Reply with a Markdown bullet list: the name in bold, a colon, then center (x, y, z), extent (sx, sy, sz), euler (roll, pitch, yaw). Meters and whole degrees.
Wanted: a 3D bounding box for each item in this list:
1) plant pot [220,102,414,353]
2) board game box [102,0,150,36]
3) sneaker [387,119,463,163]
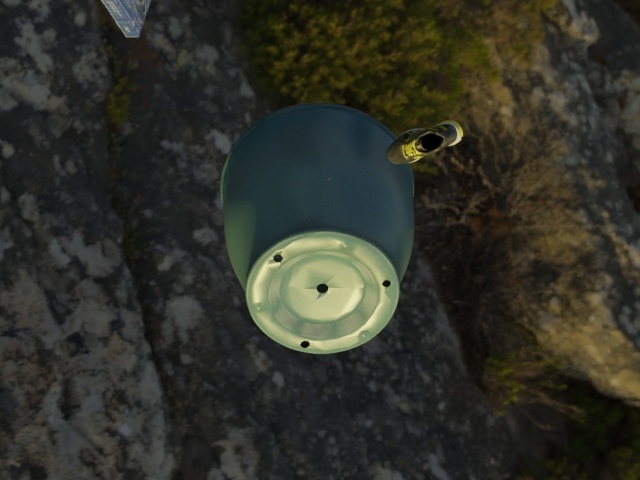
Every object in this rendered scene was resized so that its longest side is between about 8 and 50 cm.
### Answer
- **plant pot**: center (0.000, 0.000, 1.117), extent (0.272, 0.272, 0.255), euler (41, 24, -25)
- **board game box**: center (-0.221, -0.297, 0.994), extent (0.090, 0.020, 0.090), euler (62, 36, -62)
- **sneaker**: center (0.095, -0.095, 0.840), extent (0.035, 0.083, 0.031), euler (-29, 96, -52)
